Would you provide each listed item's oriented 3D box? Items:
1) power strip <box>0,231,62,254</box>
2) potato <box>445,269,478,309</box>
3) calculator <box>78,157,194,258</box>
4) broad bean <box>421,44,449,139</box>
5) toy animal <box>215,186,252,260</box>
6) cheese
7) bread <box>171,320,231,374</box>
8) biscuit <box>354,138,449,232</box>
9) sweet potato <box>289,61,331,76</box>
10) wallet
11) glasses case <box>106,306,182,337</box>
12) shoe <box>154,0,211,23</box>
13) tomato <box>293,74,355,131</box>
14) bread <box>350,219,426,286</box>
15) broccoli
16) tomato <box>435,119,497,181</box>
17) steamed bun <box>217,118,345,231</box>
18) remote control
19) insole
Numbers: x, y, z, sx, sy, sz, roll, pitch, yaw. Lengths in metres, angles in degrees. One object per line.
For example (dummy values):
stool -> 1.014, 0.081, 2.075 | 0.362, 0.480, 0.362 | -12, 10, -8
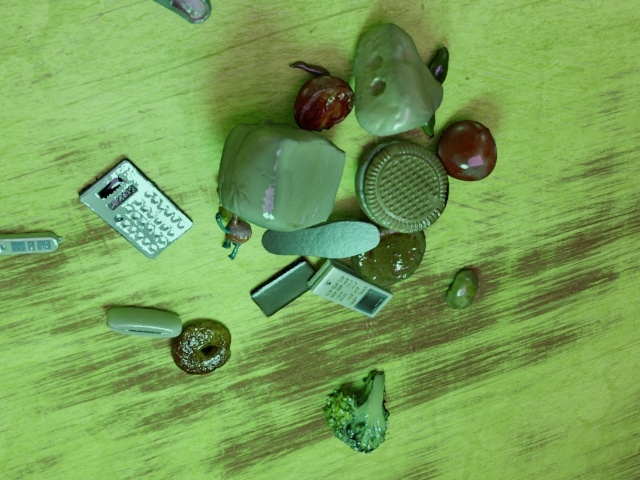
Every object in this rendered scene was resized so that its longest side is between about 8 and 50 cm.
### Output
power strip -> -0.729, 0.007, 1.570 | 0.191, 0.030, 0.048 | -4, 122, -18
potato -> 0.453, 0.161, 2.064 | 0.091, 0.070, 0.138 | 9, 118, -25
calculator -> -0.456, -0.076, 1.618 | 0.161, 0.021, 0.262 | -38, 126, 7
broad bean -> 0.288, -0.378, 1.671 | 0.065, 0.046, 0.255 | -10, 126, -22
toy animal -> -0.231, -0.048, 1.671 | 0.103, 0.100, 0.208 | -33, 140, -40
cheese -> 0.164, -0.359, 1.521 | 0.173, 0.248, 0.251 | -12, 125, 30
bread -> -0.344, 0.318, 1.889 | 0.193, 0.064, 0.193 | -11, 124, -17
biscuit -> 0.218, -0.145, 1.716 | 0.259, 0.079, 0.259 | 0, 92, -15
sweet potato -> -0.019, -0.411, 1.554 | 0.115, 0.026, 0.026 | 14, 116, -24
wallet -> -0.101, 0.137, 1.876 | 0.198, 0.031, 0.110 | -34, 126, 4
glasses case -> -0.479, 0.223, 1.769 | 0.204, 0.081, 0.051 | 11, 119, -23
shoe -> -0.309, -0.519, 1.349 | 0.195, 0.078, 0.079 | 28, 110, -36
tomato -> -0.001, -0.340, 1.565 | 0.159, 0.091, 0.139 | -14, 146, -25
bread -> 0.186, 0.019, 1.846 | 0.230, 0.123, 0.230 | -8, 126, -12
broccoli -> 0.117, 0.573, 2.193 | 0.180, 0.273, 0.242 | -9, 154, 44
tomato -> 0.396, -0.231, 1.742 | 0.167, 0.167, 0.167 | -9, 124, -14
steamed bun -> -0.112, -0.154, 1.518 | 0.383, 0.236, 0.247 | -11, 117, -67
remote control -> 0.094, 0.147, 1.915 | 0.277, 0.055, 0.103 | 27, 110, -40
insole -> 0.000, 0.000, 1.762 | 0.327, 0.007, 0.111 | -2, 110, 8
